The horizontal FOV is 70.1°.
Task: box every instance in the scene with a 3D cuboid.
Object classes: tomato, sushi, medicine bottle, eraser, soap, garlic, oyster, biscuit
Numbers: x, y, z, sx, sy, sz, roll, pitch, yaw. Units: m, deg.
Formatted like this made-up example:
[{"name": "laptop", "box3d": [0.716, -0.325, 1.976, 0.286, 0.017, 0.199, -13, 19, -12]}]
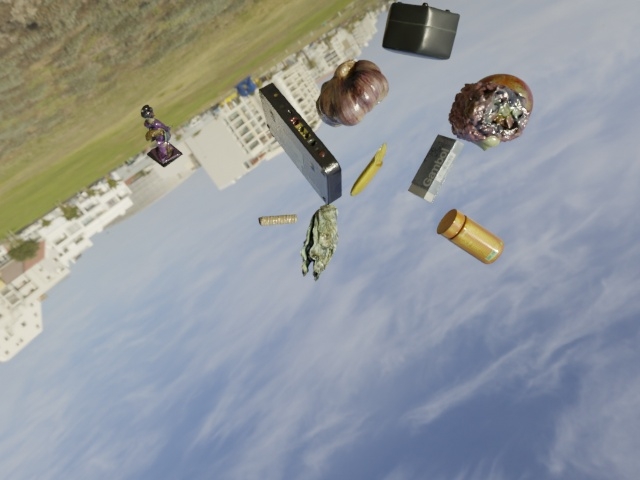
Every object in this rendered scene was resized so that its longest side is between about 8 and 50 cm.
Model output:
[{"name": "tomato", "box3d": [0.718, -0.545, 1.867, 0.270, 0.270, 0.223, -28, -156, 16]}, {"name": "sushi", "box3d": [0.612, -0.442, 1.644, 0.171, 0.270, 0.237, -154, -106, -66]}, {"name": "medicine bottle", "box3d": [0.469, -0.011, 1.427, 0.096, 0.192, 0.096, -56, -168, 18]}, {"name": "eraser", "box3d": [0.373, -0.235, 1.483, 0.092, 0.046, 0.212, 38, -77, 51]}, {"name": "soap", "box3d": [0.133, -0.185, 1.228, 0.168, 0.033, 0.089, -55, 174, 34]}, {"name": "garlic", "box3d": [0.084, -0.449, 1.379, 0.245, 0.160, 0.245, -27, -144, 21]}, {"name": "oyster", "box3d": [0.000, 0.000, 1.538, 0.198, 0.112, 0.268, -126, -129, -87]}, {"name": "biscuit", "box3d": [-0.237, -0.113, 2.546, 0.219, 0.055, 0.061, -6, -136, -1]}]

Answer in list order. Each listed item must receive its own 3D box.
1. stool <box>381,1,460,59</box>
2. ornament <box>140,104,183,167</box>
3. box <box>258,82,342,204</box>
[{"name": "stool", "box3d": [0.299, -0.630, 1.377, 0.232, 0.141, 0.232, 9, -158, -4]}, {"name": "ornament", "box3d": [-0.482, -0.321, 1.333, 0.081, 0.203, 0.088, 31, -117, 22]}, {"name": "box", "box3d": [-0.058, -0.278, 1.326, 0.058, 0.350, 0.211, -33, 160, -9]}]
